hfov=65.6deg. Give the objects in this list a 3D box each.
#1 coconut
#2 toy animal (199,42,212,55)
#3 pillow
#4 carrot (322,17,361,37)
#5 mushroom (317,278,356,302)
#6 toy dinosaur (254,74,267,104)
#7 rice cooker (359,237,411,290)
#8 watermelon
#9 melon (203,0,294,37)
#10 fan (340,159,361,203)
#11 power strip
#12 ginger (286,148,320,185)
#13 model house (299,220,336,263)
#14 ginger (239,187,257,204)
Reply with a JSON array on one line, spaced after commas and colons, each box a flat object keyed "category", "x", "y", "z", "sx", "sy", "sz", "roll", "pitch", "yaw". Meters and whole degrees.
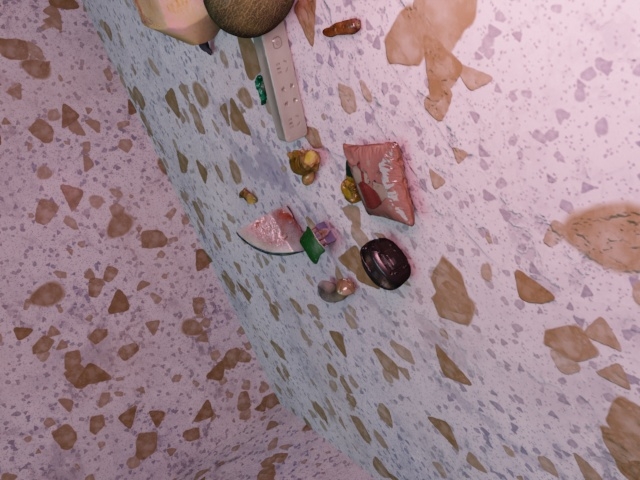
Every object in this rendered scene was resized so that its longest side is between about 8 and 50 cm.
[{"category": "coconut", "x": -0.408, "y": -0.767, "z": 1.486, "sx": 0.352, "sy": 0.352, "sz": 0.353, "roll": 43, "pitch": 150, "yaw": 32}, {"category": "toy animal", "x": -0.453, "y": -0.790, "z": 1.737, "sx": 0.206, "sy": 0.081, "sz": 0.367, "roll": 56, "pitch": 172, "yaw": 48}, {"category": "pillow", "x": 0.158, "y": -0.157, "z": 1.340, "sx": 0.223, "sy": 0.084, "sz": 0.236, "roll": 14, "pitch": 127, "yaw": 60}, {"category": "carrot", "x": 0.046, "y": -0.521, "z": 1.222, "sx": 0.165, "sy": 0.035, "sz": 0.036, "roll": 26, "pitch": 139, "yaw": 55}, {"category": "mushroom", "x": 0.061, "y": 0.193, "z": 1.903, "sx": 0.223, "sy": 0.081, "sz": 0.092, "roll": 165, "pitch": 100, "yaw": -66}, {"category": "toy dinosaur", "x": -0.191, "y": -0.512, "z": 1.657, "sx": 0.096, "sy": 0.059, "sz": 0.132, "roll": 65, "pitch": 164, "yaw": 2}, {"category": "rice cooker", "x": 0.194, "y": 0.068, "z": 1.483, "sx": 0.165, "sy": 0.112, "sz": 0.106, "roll": 55, "pitch": 150, "yaw": 5}, {"category": "watermelon", "x": -0.206, "y": -0.052, "z": 2.026, "sx": 0.320, "sy": 0.289, "sz": 0.214, "roll": 46, "pitch": 124, "yaw": 56}, {"category": "melon", "x": -0.173, "y": -0.655, "z": 1.248, "sx": 0.238, "sy": 0.237, "sz": 0.301, "roll": 60, "pitch": 146, "yaw": 1}, {"category": "fan", "x": 0.093, "y": -0.180, "z": 1.493, "sx": 0.082, "sy": 0.039, "sz": 0.155, "roll": 39, "pitch": 147, "yaw": 38}, {"category": "power strip", "x": -0.122, "y": -0.490, "z": 1.505, "sx": 0.062, "sy": 0.091, "sz": 0.385, "roll": 29, "pitch": 140, "yaw": 47}, {"category": "ginger", "x": -0.053, "y": -0.259, "z": 1.638, "sx": 0.205, "sy": 0.081, "sz": 0.115, "roll": 124, "pitch": 127, "yaw": -70}, {"category": "model house", "x": 0.000, "y": 0.000, "z": 1.804, "sx": 0.117, "sy": 0.088, "sz": 0.167, "roll": 54, "pitch": 156, "yaw": 12}, {"category": "ginger", "x": -0.338, "y": -0.202, "z": 2.283, "sx": 0.137, "sy": 0.044, "sz": 0.057, "roll": 35, "pitch": 163, "yaw": 46}]
